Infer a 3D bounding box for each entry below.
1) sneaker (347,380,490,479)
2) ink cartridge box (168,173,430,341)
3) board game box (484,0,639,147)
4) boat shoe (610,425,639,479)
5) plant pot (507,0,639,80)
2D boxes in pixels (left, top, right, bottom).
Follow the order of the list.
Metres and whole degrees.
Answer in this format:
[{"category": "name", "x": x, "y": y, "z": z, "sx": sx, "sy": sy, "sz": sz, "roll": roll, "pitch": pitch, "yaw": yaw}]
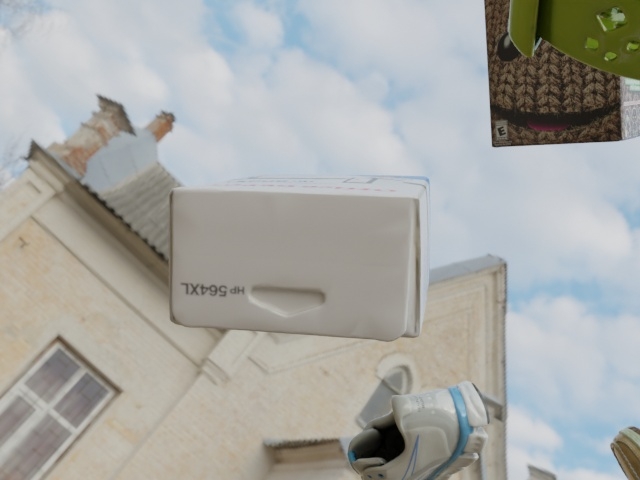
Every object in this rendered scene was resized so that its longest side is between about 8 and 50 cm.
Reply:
[{"category": "sneaker", "x": 0.054, "y": 0.176, "z": 0.586, "sx": 0.083, "sy": 0.071, "sz": 0.190, "roll": 5, "pitch": -53, "yaw": -17}, {"category": "ink cartridge box", "x": 0.000, "y": 0.000, "z": 0.519, "sx": 0.148, "sy": 0.203, "sz": 0.085, "roll": 2, "pitch": -83, "yaw": 9}, {"category": "board game box", "x": 0.420, "y": -0.313, "z": 1.294, "sx": 0.232, "sy": 0.141, "sz": 0.291, "roll": 1, "pitch": -79, "yaw": 40}, {"category": "boat shoe", "x": 0.277, "y": 0.237, "z": 0.588, "sx": 0.068, "sy": 0.072, "sz": 0.190, "roll": 48, "pitch": 11, "yaw": -49}, {"category": "plant pot", "x": 0.349, "y": -0.342, "z": 0.913, "sx": 0.207, "sy": 0.228, "sz": 0.227, "roll": 11, "pitch": -51, "yaw": 21}]
